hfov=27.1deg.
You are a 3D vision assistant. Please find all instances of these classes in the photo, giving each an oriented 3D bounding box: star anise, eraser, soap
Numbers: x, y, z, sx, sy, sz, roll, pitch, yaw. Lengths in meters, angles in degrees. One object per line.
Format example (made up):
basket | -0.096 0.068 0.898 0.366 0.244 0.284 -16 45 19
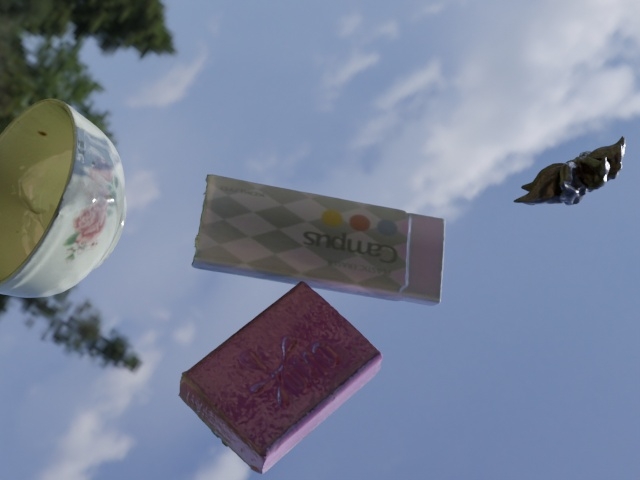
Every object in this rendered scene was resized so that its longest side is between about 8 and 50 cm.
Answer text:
star anise | 0.373 -0.091 1.961 0.181 0.061 0.204 -21 -174 13
eraser | -0.001 0.000 2.144 0.082 0.397 0.213 106 -8 -52
soap | -0.056 0.199 1.973 0.259 0.181 0.081 -37 160 -28

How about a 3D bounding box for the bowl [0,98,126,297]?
bowl | -0.359 -0.040 1.799 0.277 0.145 0.277 -25 -128 37
